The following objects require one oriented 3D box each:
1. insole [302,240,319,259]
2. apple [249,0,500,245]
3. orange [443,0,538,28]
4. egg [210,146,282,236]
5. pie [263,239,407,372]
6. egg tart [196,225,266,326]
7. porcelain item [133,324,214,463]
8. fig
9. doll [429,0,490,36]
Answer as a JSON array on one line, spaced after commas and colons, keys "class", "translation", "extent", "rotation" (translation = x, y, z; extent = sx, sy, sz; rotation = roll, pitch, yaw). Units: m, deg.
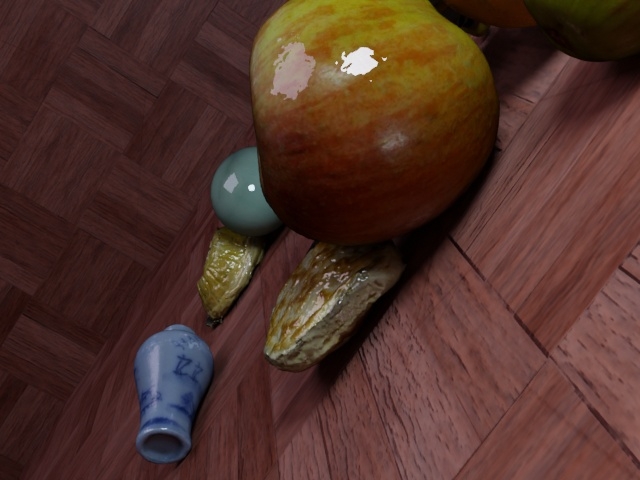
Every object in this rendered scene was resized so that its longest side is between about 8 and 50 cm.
[{"class": "insole", "translation": [0.001, 0.000, 1.391], "extent": [0.232, 0.003, 0.080], "rotation": [-61, 15, -15]}, {"class": "apple", "translation": [0.058, -0.138, 0.954], "extent": [0.301, 0.301, 0.301], "rotation": [-53, 15, 20]}, {"class": "orange", "translation": [0.212, -0.350, 0.939], "extent": [0.240, 0.240, 0.240], "rotation": [-53, 15, 20]}, {"class": "egg", "translation": [-0.129, -0.099, 1.703], "extent": [0.168, 0.168, 0.231], "rotation": [-52, 11, 22]}, {"class": "pie", "translation": [0.014, 0.071, 1.023], "extent": [0.205, 0.084, 0.179], "rotation": [-50, 18, 3]}, {"class": "egg tart", "translation": [-0.195, 0.053, 1.777], "extent": [0.232, 0.098, 0.252], "rotation": [-45, 22, 53]}, {"class": "porcelain item", "translation": [-0.253, 0.250, 1.472], "extent": [0.141, 0.141, 0.259], "rotation": [-50, 23, 27]}, {"class": "fig", "translation": [0.261, -0.248, 0.747], "extent": [0.148, 0.142, 0.186], "rotation": [33, 105, 50]}, {"class": "doll", "translation": [0.118, -0.308, 1.102], "extent": [0.145, 0.316, 0.103], "rotation": [-39, 61, 21]}]
